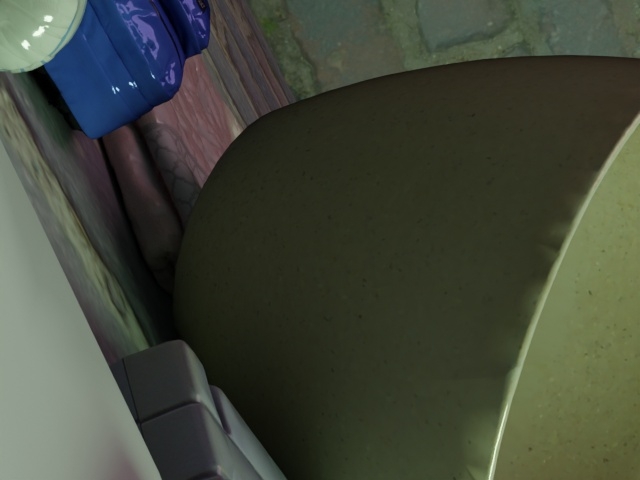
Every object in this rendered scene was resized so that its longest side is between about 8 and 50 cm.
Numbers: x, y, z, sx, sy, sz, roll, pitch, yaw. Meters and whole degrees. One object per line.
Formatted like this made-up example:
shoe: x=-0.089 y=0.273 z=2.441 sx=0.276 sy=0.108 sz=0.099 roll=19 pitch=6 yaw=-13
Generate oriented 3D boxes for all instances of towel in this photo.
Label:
towel: x=-0.080 y=-0.040 z=1.153 sx=0.332 sy=0.053 sz=0.317 roll=59 pitch=7 yaw=-56

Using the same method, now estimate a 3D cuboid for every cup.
cup: x=0.061 y=0.035 z=0.925 sx=0.237 sy=0.331 sz=0.331 roll=20 pitch=-19 yaw=26

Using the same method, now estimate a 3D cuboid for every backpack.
backpack: x=-0.114 y=-0.119 z=0.910 sx=0.098 sy=0.101 sz=0.120 roll=57 pitch=11 yaw=-18

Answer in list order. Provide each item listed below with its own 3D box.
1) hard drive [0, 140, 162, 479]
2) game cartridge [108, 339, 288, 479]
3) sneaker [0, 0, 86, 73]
hard drive: x=-0.131 y=0.010 z=0.402 sx=0.353 sy=0.047 sz=0.233 roll=-33 pitch=98 yaw=-84
game cartridge: x=0.007 y=0.228 z=0.744 sx=0.355 sy=0.068 sz=0.230 roll=60 pitch=11 yaw=-48
sneaker: x=-0.155 y=-0.172 z=0.608 sx=0.086 sy=0.085 sz=0.237 roll=-151 pitch=-141 yaw=-74
